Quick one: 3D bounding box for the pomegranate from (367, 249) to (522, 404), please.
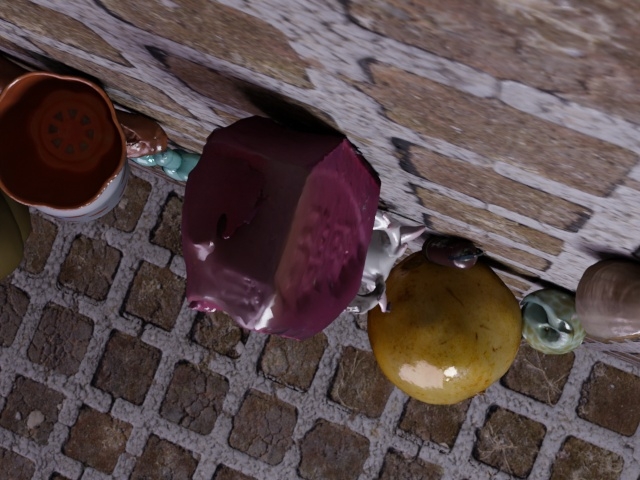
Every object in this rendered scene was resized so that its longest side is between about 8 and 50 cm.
[{"bbox_3d":[0.204,0.144,1.692,0.264,0.264,0.264,22,177,1],"label":"pomegranate"}]

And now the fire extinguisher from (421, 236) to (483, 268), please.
[{"bbox_3d":[0.199,0.018,1.557,0.064,0.043,0.158,-8,-174,-14],"label":"fire extinguisher"}]

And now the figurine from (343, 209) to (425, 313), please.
[{"bbox_3d":[0.001,0.014,1.537,0.284,0.206,0.315,9,-178,-45],"label":"figurine"}]

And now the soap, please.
[{"bbox_3d":[-0.038,-0.013,1.063,0.127,0.220,0.325,12,174,18],"label":"soap"}]

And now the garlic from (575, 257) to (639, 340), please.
[{"bbox_3d":[0.322,0.066,1.103,0.101,0.087,0.195,9,174,2],"label":"garlic"}]

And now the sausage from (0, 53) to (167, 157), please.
[{"bbox_3d":[-0.386,-0.199,1.558,0.326,0.079,0.087,23,151,-20],"label":"sausage"}]

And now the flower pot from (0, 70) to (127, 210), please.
[{"bbox_3d":[-0.356,-0.147,1.437,0.190,0.190,0.173,22,-170,-10],"label":"flower pot"}]

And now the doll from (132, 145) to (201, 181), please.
[{"bbox_3d":[-0.278,-0.149,1.881,0.158,0.059,0.159,23,179,-28],"label":"doll"}]

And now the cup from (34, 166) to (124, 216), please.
[{"bbox_3d":[-0.466,-0.144,1.936,0.212,0.212,0.317,22,175,-9],"label":"cup"}]

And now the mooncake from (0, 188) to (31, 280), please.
[{"bbox_3d":[-0.709,-0.107,1.858,0.262,0.467,0.467,-23,180,-4],"label":"mooncake"}]

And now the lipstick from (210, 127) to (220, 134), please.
[{"bbox_3d":[-0.081,-0.107,1.337,0.130,0.038,0.038,21,177,14],"label":"lipstick"}]

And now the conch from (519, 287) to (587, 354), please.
[{"bbox_3d":[0.382,0.128,1.696,0.116,0.106,0.173,44,165,19],"label":"conch"}]
